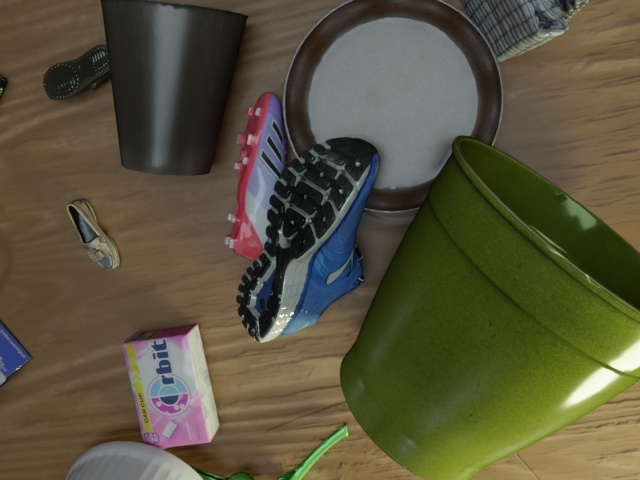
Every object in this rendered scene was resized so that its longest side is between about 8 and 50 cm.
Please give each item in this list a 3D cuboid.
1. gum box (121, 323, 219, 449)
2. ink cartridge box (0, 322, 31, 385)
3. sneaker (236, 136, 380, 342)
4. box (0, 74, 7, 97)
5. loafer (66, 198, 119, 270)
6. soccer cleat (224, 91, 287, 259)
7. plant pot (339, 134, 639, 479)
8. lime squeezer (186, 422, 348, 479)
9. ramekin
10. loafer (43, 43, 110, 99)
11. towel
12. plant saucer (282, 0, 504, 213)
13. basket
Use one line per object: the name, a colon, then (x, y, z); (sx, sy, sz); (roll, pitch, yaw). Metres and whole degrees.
gum box: (-0.234, 0.236, 1.073); (0.107, 0.062, 0.188); (-9, 98, 9)
ink cartridge box: (-0.646, 0.225, 1.066); (0.186, 0.065, 0.311); (49, 62, -2)
sneaker: (0.000, 0.000, 0.967); (0.130, 0.147, 0.330); (50, 124, 35)
box: (-0.619, -0.198, 1.055); (0.175, 0.051, 0.220); (29, 102, -3)
loafer: (-0.363, -0.006, 1.064); (0.045, 0.039, 0.125); (-27, 94, 10)
soccer cleat: (-0.079, -0.092, 1.005); (0.095, 0.083, 0.248); (8, 96, -21)
plant pot: (0.216, 0.116, 0.879); (0.366, 0.366, 0.353); (36, 113, 1)
lime squeezer: (-0.103, 0.370, 1.071); (0.311, 0.059, 0.109); (-9, 110, 4)
ramekin: (-0.303, 0.465, 1.049); (0.277, 0.135, 0.277); (4, 112, 11)
loafer: (-0.356, -0.251, 1.023); (0.148, 0.050, 0.056); (-14, 93, 25)
towel: (0.233, -0.379, 0.836); (0.121, 0.235, 0.283); (-29, 94, 5)
plant saucer: (0.102, -0.196, 0.973); (0.311, 0.050, 0.310); (1, 99, 6)
basket: (-0.215, -0.214, 0.962); (0.205, 0.154, 0.226); (8, 103, 2)
